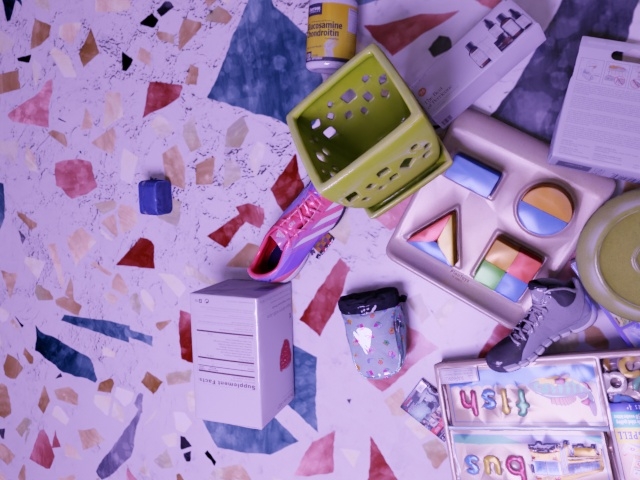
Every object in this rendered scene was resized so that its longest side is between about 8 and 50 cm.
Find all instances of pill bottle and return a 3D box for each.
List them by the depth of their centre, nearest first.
[{"bbox_3d":[0.024,-0.443,1.085,0.103,0.103,0.184,6,99,21],"label":"pill bottle"}]

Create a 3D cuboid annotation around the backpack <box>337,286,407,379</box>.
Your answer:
[{"bbox_3d":[0.116,0.202,1.129,0.152,0.115,0.181,-10,96,20],"label":"backpack"}]

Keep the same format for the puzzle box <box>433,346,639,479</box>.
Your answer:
[{"bbox_3d":[0.430,0.352,0.992,0.409,0.052,0.271,-14,81,33],"label":"puzzle box"}]

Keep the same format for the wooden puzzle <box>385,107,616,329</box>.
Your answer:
[{"bbox_3d":[0.331,-0.040,1.027,0.322,0.080,0.347,31,107,16],"label":"wooden puzzle"}]

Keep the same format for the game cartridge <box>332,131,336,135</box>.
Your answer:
[{"bbox_3d":[0.051,-0.217,1.152,0.056,0.017,0.083,40,109,16],"label":"game cartridge"}]

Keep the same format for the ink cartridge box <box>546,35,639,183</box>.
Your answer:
[{"bbox_3d":[0.528,-0.230,0.938,0.189,0.066,0.232,15,80,12],"label":"ink cartridge box"}]

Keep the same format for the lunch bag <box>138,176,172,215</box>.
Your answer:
[{"bbox_3d":[-0.420,-0.112,1.328,0.065,0.067,0.098,2,97,21],"label":"lunch bag"}]

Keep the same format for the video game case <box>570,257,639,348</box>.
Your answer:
[{"bbox_3d":[0.632,0.087,0.933,0.244,0.061,0.269,-35,83,21],"label":"video game case"}]

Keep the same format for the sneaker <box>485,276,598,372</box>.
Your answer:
[{"bbox_3d":[0.392,0.141,0.986,0.229,0.086,0.132,-32,111,0],"label":"sneaker"}]

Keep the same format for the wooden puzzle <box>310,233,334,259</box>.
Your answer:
[{"bbox_3d":[0.000,0.000,1.206,0.049,0.006,0.083,41,110,12],"label":"wooden puzzle"}]

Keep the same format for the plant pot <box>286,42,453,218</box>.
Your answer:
[{"bbox_3d":[0.102,-0.188,1.004,0.227,0.207,0.228,-36,53,20],"label":"plant pot"}]

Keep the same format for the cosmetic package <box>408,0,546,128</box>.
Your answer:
[{"bbox_3d":[0.290,-0.334,0.998,0.239,0.060,0.098,-41,54,21],"label":"cosmetic package"}]

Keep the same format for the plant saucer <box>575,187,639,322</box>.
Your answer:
[{"bbox_3d":[0.569,0.029,0.898,0.241,0.037,0.240,3,97,22],"label":"plant saucer"}]

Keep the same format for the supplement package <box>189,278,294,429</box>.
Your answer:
[{"bbox_3d":[-0.174,0.250,1.217,0.176,0.177,0.292,2,98,21],"label":"supplement package"}]

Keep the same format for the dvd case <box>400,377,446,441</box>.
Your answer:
[{"bbox_3d":[0.246,0.371,1.153,0.119,0.013,0.087,35,108,13],"label":"dvd case"}]

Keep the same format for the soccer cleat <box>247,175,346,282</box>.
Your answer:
[{"bbox_3d":[-0.046,-0.033,1.155,0.109,0.116,0.318,43,111,23],"label":"soccer cleat"}]
